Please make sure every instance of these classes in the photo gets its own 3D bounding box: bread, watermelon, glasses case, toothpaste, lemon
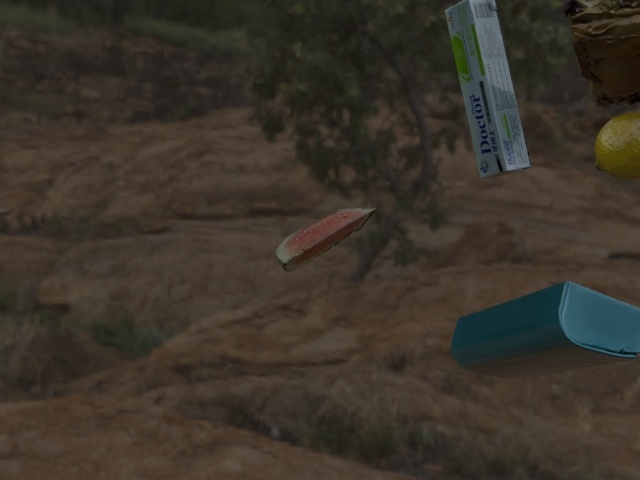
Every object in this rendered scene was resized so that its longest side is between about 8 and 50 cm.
[{"bbox_3d":[0.595,-0.353,1.866,0.325,0.277,0.167,-17,52,16],"label":"bread"},{"bbox_3d":[-0.002,-0.006,2.042,0.245,0.063,0.119,-29,1,-36],"label":"watermelon"},{"bbox_3d":[0.258,0.117,1.271,0.117,0.070,0.301,20,-17,-10],"label":"glasses case"},{"bbox_3d":[0.317,-0.289,2.084,0.067,0.336,0.081,-10,-3,-31],"label":"toothpaste"},{"bbox_3d":[0.506,-0.154,1.792,0.109,0.133,0.109,31,40,-30],"label":"lemon"}]
